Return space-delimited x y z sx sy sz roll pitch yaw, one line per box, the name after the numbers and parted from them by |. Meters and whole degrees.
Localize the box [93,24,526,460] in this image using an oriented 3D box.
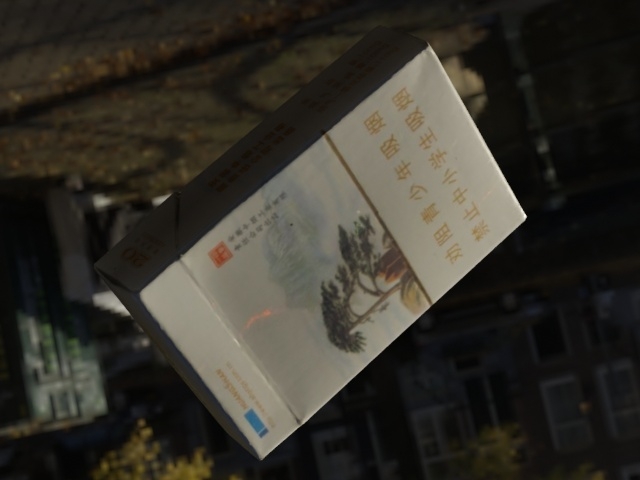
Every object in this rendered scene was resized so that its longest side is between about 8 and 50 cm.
-0.001 0.001 0.954 0.233 0.149 0.067 -41 -151 -13 | box
